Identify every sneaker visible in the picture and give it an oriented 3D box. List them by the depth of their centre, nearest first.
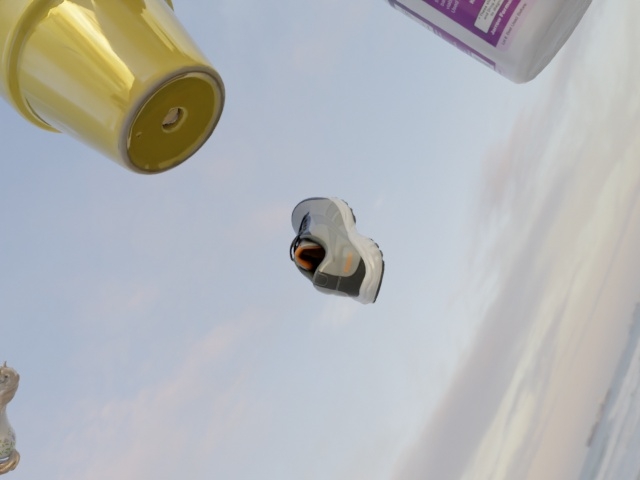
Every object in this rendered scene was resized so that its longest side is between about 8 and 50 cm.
[{"bbox_3d":[0.000,0.000,0.983,0.108,0.271,0.100,6,-69,-22],"label":"sneaker"}]

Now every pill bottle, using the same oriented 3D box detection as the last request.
[{"bbox_3d":[0.174,-0.340,0.816,0.169,0.301,0.169,-46,-17,-18],"label":"pill bottle"}]

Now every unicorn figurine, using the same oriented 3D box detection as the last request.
[{"bbox_3d":[-0.392,0.203,0.764,0.060,0.111,0.162,-104,2,-65],"label":"unicorn figurine"}]

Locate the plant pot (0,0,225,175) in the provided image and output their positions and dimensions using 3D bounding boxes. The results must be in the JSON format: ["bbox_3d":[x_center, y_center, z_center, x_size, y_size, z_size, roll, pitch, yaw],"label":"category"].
[{"bbox_3d":[-0.258,-0.215,0.837,0.254,0.239,0.254,-42,-19,-18],"label":"plant pot"}]
